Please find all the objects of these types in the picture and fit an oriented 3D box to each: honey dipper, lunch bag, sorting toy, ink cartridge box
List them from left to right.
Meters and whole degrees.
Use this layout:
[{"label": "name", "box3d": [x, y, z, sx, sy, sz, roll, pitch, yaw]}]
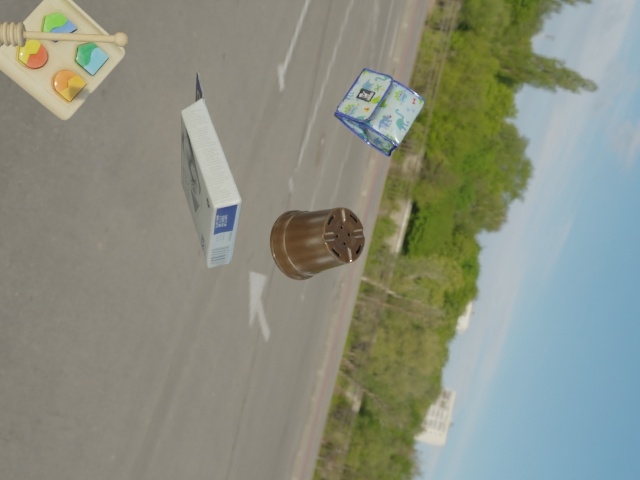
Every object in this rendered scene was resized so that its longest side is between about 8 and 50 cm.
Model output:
[{"label": "honey dipper", "box3d": [-0.316, -0.247, 0.874, 0.030, 0.161, 0.030, -178, -90, -83]}, {"label": "sorting toy", "box3d": [-0.550, -0.391, 1.526, 0.208, 0.193, 0.038, -50, -155, -6]}, {"label": "ink cartridge box", "box3d": [-0.178, -0.100, 1.086, 0.223, 0.045, 0.224, 113, -40, -63]}, {"label": "lunch bag", "box3d": [0.122, -0.274, 1.509, 0.128, 0.151, 0.096, -58, -179, -15]}]

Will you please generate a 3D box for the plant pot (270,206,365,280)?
[{"label": "plant pot", "box3d": [0.000, 0.000, 1.625, 0.165, 0.167, 0.167, -12, -126, 49]}]
